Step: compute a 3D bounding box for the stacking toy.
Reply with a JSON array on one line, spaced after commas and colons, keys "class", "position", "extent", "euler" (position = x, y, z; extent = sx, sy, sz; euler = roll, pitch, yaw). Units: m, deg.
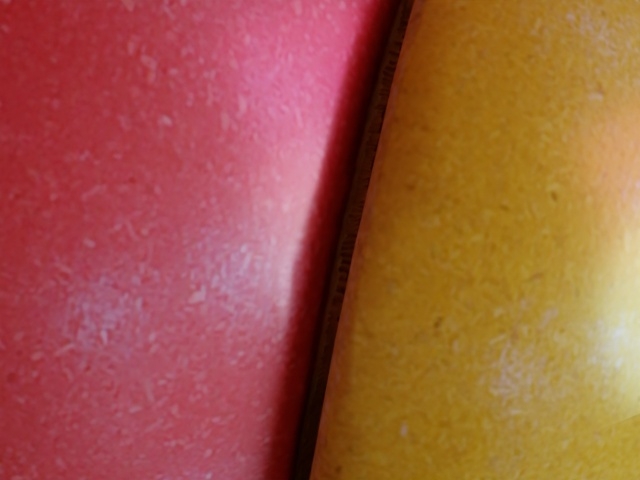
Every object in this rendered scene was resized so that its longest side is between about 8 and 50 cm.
[{"class": "stacking toy", "position": [0.000, 0.000, 0.506], "extent": [0.350, 0.480, 0.350], "euler": [13, 90, -87]}]
